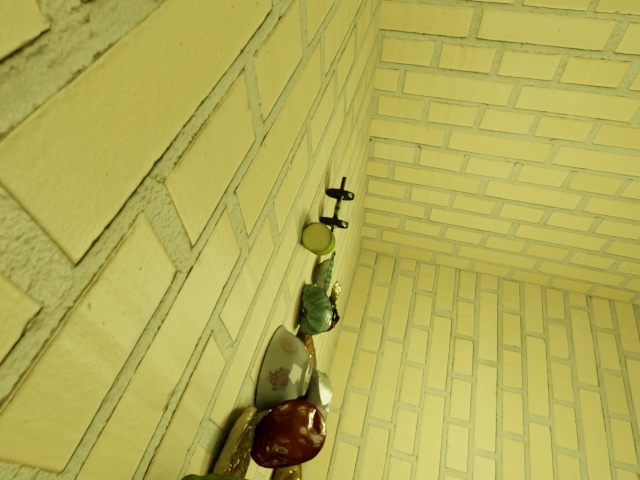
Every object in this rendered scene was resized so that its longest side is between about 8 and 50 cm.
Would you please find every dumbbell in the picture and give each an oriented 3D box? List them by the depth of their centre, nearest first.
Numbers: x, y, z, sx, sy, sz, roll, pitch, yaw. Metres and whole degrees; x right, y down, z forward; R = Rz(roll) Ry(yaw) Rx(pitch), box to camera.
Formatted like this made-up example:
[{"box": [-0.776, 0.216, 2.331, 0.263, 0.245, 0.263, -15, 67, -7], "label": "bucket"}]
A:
[{"box": [0.084, -0.158, 2.000, 0.143, 0.143, 0.325, 33, 68, -79], "label": "dumbbell"}]

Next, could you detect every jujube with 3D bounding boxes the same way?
[{"box": [-0.122, 0.703, 1.460, 0.318, 0.223, 0.223, -43, -171, 30], "label": "jujube"}]

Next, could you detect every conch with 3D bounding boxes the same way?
[{"box": [-0.024, 0.351, 1.955, 0.277, 0.196, 0.220, 55, 13, -40], "label": "conch"}]

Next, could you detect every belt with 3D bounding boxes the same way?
[{"box": [-0.078, 0.696, 1.681, 0.122, 0.217, 0.338, 45, 61, -38], "label": "belt"}]

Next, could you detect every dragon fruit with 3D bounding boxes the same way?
[{"box": [0.012, 0.403, 2.147, 0.188, 0.182, 0.182, 86, 19, -50], "label": "dragon fruit"}]

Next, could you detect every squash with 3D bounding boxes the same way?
[{"box": [0.000, 0.000, 1.783, 0.247, 0.133, 0.132, 43, 59, -80], "label": "squash"}]

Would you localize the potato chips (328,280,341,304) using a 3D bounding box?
[{"box": [0.052, 0.324, 2.232, 0.057, 0.080, 0.407, -44, 172, -27], "label": "potato chips"}]

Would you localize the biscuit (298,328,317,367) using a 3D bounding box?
[{"box": [-0.073, 0.617, 1.987, 0.359, 0.074, 0.380, 59, 32, -69], "label": "biscuit"}]

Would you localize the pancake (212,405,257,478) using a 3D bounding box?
[{"box": [-0.269, 0.696, 1.269, 0.356, 0.065, 0.356, 12, 90, -79], "label": "pancake"}]

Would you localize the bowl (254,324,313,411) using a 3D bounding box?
[{"box": [-0.122, 0.521, 1.602, 0.345, 0.157, 0.345, 12, 90, -80], "label": "bowl"}]

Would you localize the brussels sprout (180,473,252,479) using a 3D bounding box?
[{"box": [-0.194, 0.666, 0.800, 0.425, 0.361, 0.342, 77, 24, -65], "label": "brussels sprout"}]

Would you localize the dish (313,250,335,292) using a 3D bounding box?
[{"box": [0.017, 0.169, 2.172, 0.224, 0.078, 0.246, 62, 42, -74], "label": "dish"}]

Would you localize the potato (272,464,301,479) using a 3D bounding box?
[{"box": [-0.173, 1.254, 2.176, 0.195, 0.177, 0.369, 63, -3, 8], "label": "potato"}]
